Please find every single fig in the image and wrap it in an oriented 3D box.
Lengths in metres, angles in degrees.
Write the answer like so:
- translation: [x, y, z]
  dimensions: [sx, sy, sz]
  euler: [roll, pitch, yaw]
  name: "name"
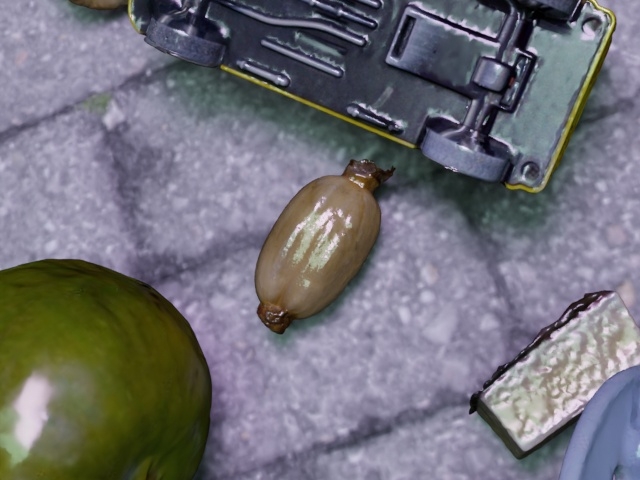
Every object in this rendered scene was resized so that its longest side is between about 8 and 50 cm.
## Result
- translation: [-0.206, 0.087, 0.776]
  dimensions: [0.233, 0.233, 0.314]
  euler: [-36, 56, 2]
  name: "fig"

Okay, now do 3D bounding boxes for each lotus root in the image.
- translation: [0.000, 0.000, 0.828]
  dimensions: [0.073, 0.062, 0.150]
  euler: [33, 87, 8]
  name: "lotus root"

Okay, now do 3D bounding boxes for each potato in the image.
- translation: [0.163, 0.095, 0.766]
  dimensions: [0.122, 0.086, 0.061]
  euler: [-37, 72, -4]
  name: "potato"

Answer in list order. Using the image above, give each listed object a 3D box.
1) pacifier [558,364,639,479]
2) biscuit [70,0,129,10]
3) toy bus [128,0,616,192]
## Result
- translation: [0.176, 0.187, 0.678]
  dimensions: [0.233, 0.299, 0.244]
  euler: [-11, 58, 38]
  name: "pacifier"
- translation: [-0.106, -0.311, 0.899]
  dimensions: [0.274, 0.091, 0.213]
  euler: [-13, 79, 10]
  name: "biscuit"
- translation: [0.035, -0.157, 0.802]
  dimensions: [0.330, 0.152, 0.144]
  euler: [25, 103, 14]
  name: "toy bus"
